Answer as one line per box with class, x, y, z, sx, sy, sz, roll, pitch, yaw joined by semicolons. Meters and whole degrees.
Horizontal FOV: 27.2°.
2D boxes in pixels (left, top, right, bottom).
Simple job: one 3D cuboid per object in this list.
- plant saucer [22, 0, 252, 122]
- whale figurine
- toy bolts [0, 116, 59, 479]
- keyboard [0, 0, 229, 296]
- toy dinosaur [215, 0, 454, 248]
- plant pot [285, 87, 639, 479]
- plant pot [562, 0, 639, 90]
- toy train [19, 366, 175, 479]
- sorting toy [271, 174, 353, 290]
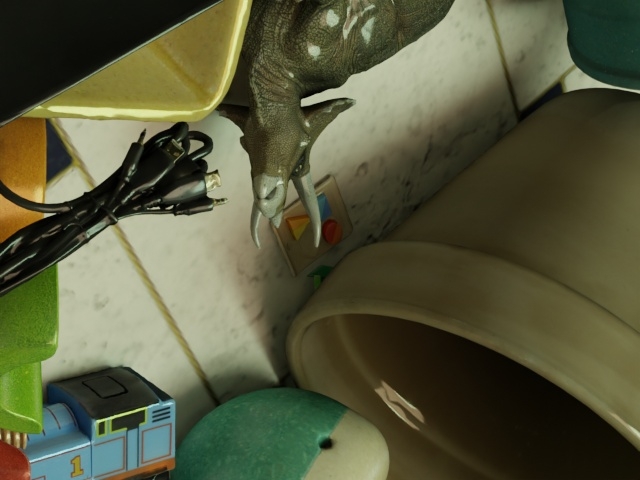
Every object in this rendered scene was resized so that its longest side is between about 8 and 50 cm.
plant saucer;-0.161;-0.227;0.619;0.333;0.081;0.333;-3;115;-42
whale figurine;-0.058;0.219;0.967;0.216;0.141;0.272;-53;172;-49
toy bolts;-0.230;0.042;0.694;0.158;0.218;0.228;2;138;-17
keyboard;-0.164;-0.058;0.572;0.317;0.033;0.201;-33;95;-22
toy dinosaur;0.022;-0.161;0.829;0.313;0.121;0.160;-48;149;-17
plant pot;0.180;0.051;0.974;0.280;0.323;0.323;-54;141;-28
plant pot;0.262;-0.274;0.870;0.271;0.271;0.255;-35;119;-22
toy train;-0.177;0.148;0.840;0.184;0.080;0.105;-12;113;-36
sorting toy;0.000;0.000;0.958;0.062;0.012;0.083;-40;135;-18
